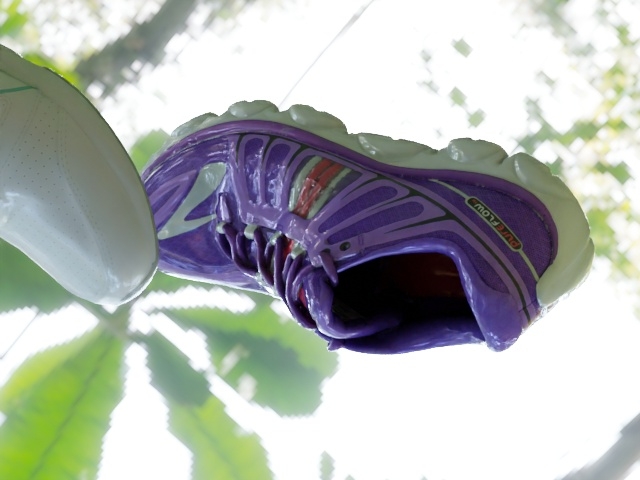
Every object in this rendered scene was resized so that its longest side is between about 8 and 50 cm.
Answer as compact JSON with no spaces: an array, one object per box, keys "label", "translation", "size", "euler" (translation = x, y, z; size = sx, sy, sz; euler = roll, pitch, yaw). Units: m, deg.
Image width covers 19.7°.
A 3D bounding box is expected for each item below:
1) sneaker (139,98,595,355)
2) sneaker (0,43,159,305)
[{"label":"sneaker","translation":[0.000,0.000,0.582],"size":[0.071,0.170,0.068],"euler":[-46,-52,-40]},{"label":"sneaker","translation":[-0.106,-0.033,0.461],"size":[0.152,0.054,0.061],"euler":[45,-127,-8]}]
